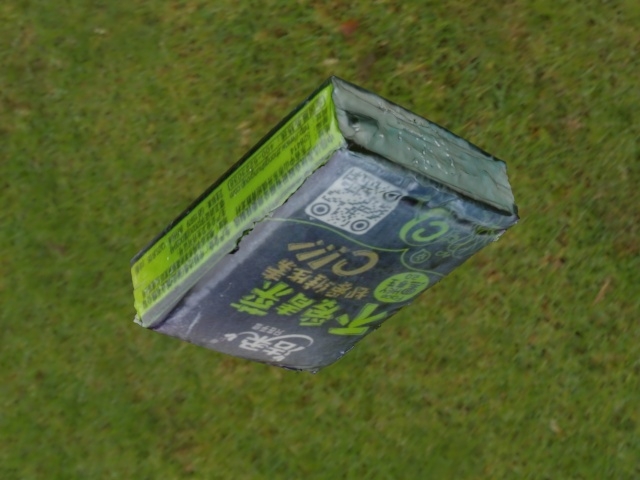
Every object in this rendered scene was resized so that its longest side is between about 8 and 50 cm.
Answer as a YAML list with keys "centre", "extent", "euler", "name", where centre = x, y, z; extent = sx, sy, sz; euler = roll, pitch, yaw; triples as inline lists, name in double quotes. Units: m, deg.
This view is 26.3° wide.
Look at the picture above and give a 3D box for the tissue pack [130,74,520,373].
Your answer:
- centre: [0.000, 0.000, 0.961]
  extent: [0.235, 0.173, 0.073]
  euler: [-40, 45, 36]
  name: "tissue pack"
